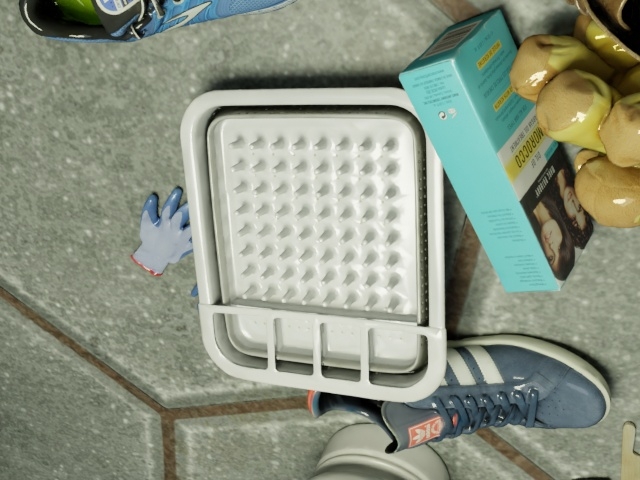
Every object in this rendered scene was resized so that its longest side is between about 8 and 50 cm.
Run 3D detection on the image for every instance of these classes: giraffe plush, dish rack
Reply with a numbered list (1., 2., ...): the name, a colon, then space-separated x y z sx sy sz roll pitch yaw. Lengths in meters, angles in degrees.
1. giraffe plush: 0.270 -0.086 0.633 0.211 0.181 0.170 -14 136 -9
2. dish rack: 0.000 0.000 0.805 0.286 0.072 0.332 4 110 22

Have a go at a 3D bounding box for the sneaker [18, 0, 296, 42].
1. sneaker: -0.136 -0.238 0.681 0.330 0.147 0.129 -8 120 27

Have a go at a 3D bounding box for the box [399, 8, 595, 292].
1. box: 0.169 -0.076 0.690 0.060 0.100 0.244 -7 123 46

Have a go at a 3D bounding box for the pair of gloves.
1. pair of gloves: -0.153 0.026 0.961 0.198 0.023 0.159 37 132 -4

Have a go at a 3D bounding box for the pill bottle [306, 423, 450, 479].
1. pill bottle: 0.033 0.440 0.939 0.224 0.392 0.224 12 128 15

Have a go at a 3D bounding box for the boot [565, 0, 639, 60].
1. boot: 0.209 -0.204 0.530 0.305 0.115 0.112 41 141 25

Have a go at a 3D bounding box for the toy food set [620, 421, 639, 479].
1. toy food set: 0.451 0.273 0.869 0.192 0.038 0.132 0 124 23

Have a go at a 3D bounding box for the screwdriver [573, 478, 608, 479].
1. screwdriver: 0.302 0.331 0.991 0.170 0.024 0.025 -19 144 39

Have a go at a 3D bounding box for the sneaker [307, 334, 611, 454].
1. sneaker: 0.149 0.189 0.867 0.350 0.148 0.131 6 126 19
